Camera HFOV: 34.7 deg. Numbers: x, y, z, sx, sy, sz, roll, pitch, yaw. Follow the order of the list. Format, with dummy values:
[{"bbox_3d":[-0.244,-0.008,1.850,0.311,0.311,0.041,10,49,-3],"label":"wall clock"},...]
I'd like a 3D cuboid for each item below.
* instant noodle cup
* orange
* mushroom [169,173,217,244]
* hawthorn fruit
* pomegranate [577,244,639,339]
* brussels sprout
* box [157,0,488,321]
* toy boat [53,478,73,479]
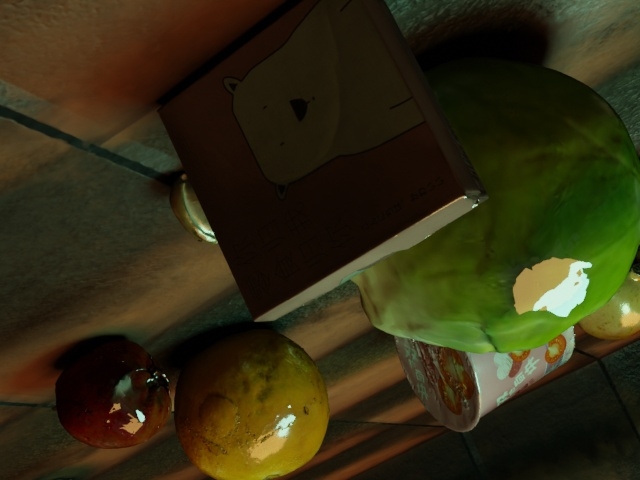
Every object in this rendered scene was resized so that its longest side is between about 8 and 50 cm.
[{"bbox_3d":[0.284,0.172,1.744,0.231,0.243,0.243,-21,160,-23],"label":"instant noodle cup"},{"bbox_3d":[-0.105,0.247,1.531,0.240,0.240,0.240,-20,160,-8],"label":"orange"},{"bbox_3d":[-0.042,-0.066,0.999,0.225,0.093,0.116,-29,116,35],"label":"mushroom"},{"bbox_3d":[-0.284,0.210,1.363,0.172,0.148,0.148,-21,161,15],"label":"hawthorn fruit"},{"bbox_3d":[0.537,0.086,1.871,0.191,0.191,0.191,-20,160,-8],"label":"pomegranate"},{"bbox_3d":[0.176,-0.035,1.077,0.344,0.344,0.268,-45,-176,46],"label":"brussels sprout"},{"bbox_3d":[0.002,-0.071,0.853,0.215,0.215,0.086,-32,166,24],"label":"box"},{"bbox_3d":[-0.521,0.524,1.943,0.290,0.100,0.199,-37,155,30],"label":"toy boat"}]
